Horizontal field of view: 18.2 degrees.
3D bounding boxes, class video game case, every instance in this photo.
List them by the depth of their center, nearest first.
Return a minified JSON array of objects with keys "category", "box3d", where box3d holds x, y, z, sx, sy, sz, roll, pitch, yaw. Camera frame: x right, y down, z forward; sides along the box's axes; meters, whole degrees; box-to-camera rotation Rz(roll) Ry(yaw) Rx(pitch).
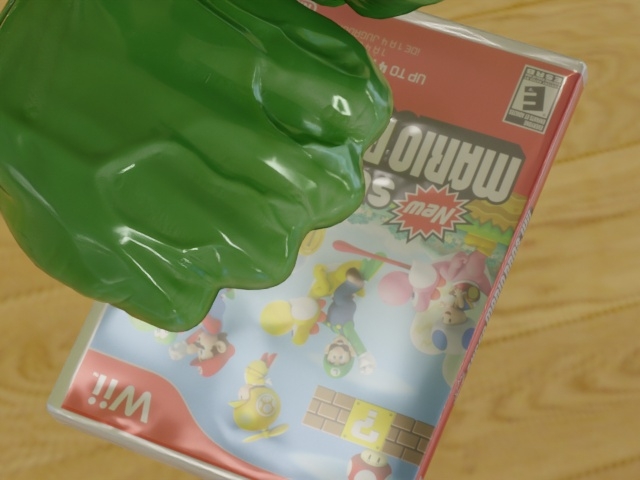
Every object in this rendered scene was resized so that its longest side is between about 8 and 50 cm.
[{"category":"video game case","box3d":[0.000,0.000,1.080,0.204,0.025,0.285,19,74,17]}]

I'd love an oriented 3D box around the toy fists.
[{"category":"toy fists","box3d":[-0.024,-0.100,0.734,0.142,0.096,0.279,32,70,-13]}]
